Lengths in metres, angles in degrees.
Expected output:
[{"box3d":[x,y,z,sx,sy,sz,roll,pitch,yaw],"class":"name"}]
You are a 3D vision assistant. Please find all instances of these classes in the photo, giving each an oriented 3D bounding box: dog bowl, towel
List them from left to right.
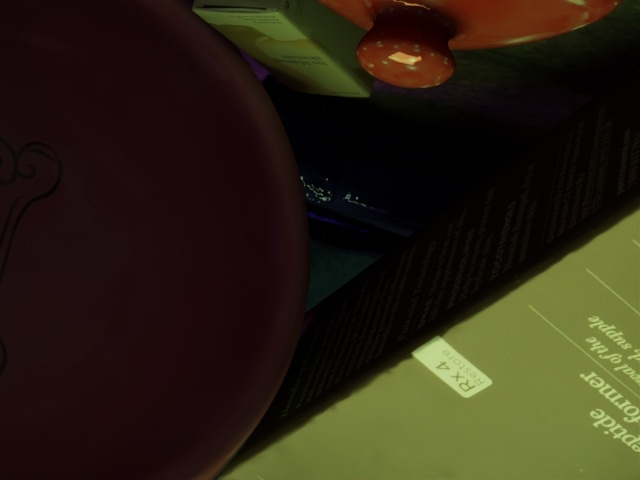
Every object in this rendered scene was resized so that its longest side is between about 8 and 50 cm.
[{"box3d":[-0.186,0.001,0.612,0.408,0.408,0.150,20,157,-25],"class":"dog bowl"},{"box3d":[0.053,-0.045,0.903,0.308,0.076,0.227,15,177,-2],"class":"towel"}]

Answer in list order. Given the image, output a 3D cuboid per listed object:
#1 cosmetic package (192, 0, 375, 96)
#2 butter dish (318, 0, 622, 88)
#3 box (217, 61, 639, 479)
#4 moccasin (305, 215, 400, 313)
[{"box3d":[-0.015,-0.123,0.628,0.060,0.041,0.115,9,168,32],"class":"cosmetic package"},{"box3d":[0.042,-0.111,0.386,0.160,0.118,0.160,23,168,-41],"class":"butter dish"},{"box3d":[0.122,0.079,0.661,0.191,0.143,0.381,38,134,-13],"class":"box"},{"box3d":[-0.051,0.034,0.880,0.342,0.137,0.117,18,-178,-40],"class":"moccasin"}]
